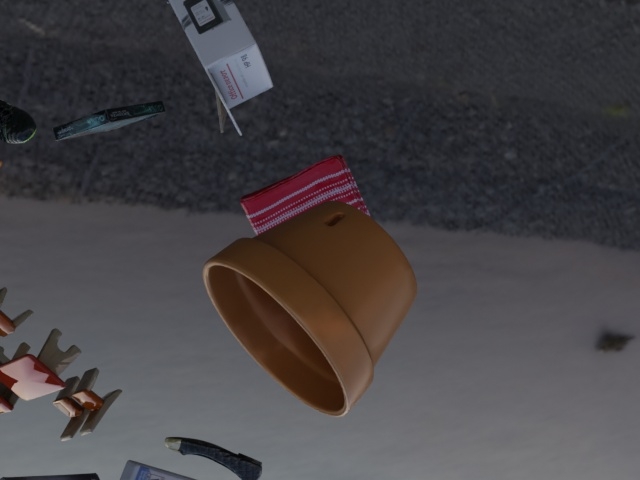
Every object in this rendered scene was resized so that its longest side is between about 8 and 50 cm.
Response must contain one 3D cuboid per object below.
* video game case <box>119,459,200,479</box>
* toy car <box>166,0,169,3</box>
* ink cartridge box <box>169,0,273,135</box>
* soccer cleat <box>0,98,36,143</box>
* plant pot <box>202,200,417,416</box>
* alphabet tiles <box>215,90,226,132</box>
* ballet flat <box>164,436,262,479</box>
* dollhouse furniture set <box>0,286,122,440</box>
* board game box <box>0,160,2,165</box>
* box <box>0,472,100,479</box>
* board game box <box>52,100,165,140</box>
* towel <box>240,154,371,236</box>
[{"bbox_3d":[-0.298,0.596,1.888,0.036,0.329,0.300,9,164,44],"label":"video game case"},{"bbox_3d":[-0.296,-0.511,1.801,0.225,0.053,0.239,4,136,-25],"label":"toy car"},{"bbox_3d":[-0.106,-0.213,1.089,0.060,0.180,0.104,-28,162,-1],"label":"ink cartridge box"},{"bbox_3d":[-0.534,-0.209,1.673,0.060,0.179,0.072,-56,146,-9],"label":"soccer cleat"},{"bbox_3d":[0.002,0.080,1.475,0.203,0.291,0.291,-41,158,-22],"label":"plant pot"},{"bbox_3d":[-0.228,-0.373,2.307,0.009,0.237,0.198,-5,114,1],"label":"alphabet tiles"},{"bbox_3d":[-0.176,0.361,1.687,0.173,0.049,0.057,22,168,-12],"label":"ballet flat"},{"bbox_3d":[-0.509,0.236,1.700,0.262,0.135,0.259,46,140,-19],"label":"dollhouse furniture set"},{"bbox_3d":[-0.898,-0.130,1.894,0.356,0.356,0.356,-55,153,13],"label":"board game box"},{"bbox_3d":[-0.413,0.372,1.294,0.231,0.056,0.183,-34,158,16],"label":"box"},{"bbox_3d":[-0.387,-0.222,1.887,0.126,0.026,0.186,-14,-174,26],"label":"board game box"},{"bbox_3d":[0.000,0.000,1.810,0.199,0.031,0.275,-24,112,5],"label":"towel"}]
